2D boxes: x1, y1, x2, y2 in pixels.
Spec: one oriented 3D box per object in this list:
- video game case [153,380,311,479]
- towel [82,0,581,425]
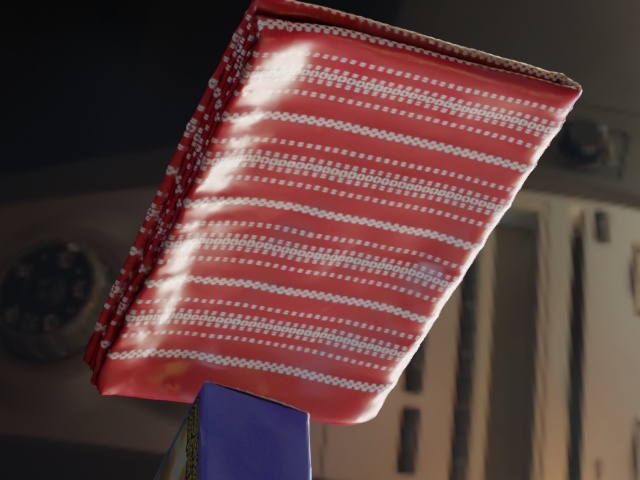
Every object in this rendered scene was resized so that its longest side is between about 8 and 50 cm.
[{"bbox_3d":[-0.072,0.241,0.654,0.269,0.061,0.244,-95,-152,-55],"label":"video game case"},{"bbox_3d":[0.000,0.000,0.819,0.198,0.275,0.031,11,38,-24],"label":"towel"}]
